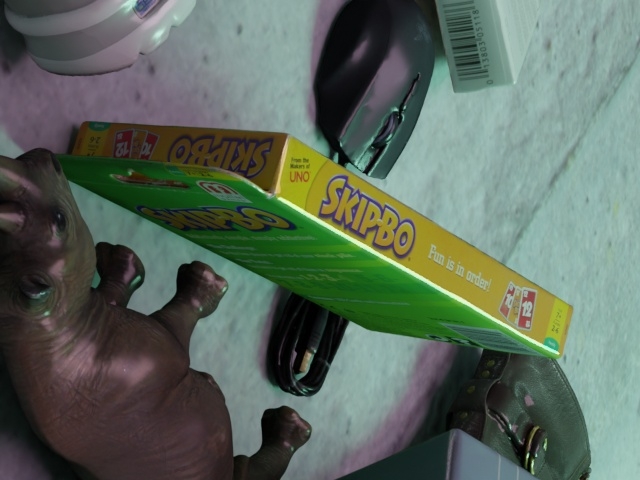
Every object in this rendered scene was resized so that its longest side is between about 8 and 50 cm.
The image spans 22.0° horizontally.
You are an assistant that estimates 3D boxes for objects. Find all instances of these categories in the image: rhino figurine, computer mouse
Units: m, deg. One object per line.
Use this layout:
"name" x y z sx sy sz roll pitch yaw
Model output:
"rhino figurine" -0.086 0.052 0.697 0.243 0.073 0.106 60 41 -39
"computer mouse" 0.021 -0.030 0.894 0.071 0.041 0.242 35 64 -55

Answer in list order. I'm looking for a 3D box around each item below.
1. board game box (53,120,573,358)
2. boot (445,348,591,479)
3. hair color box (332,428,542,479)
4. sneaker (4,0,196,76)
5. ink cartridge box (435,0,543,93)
"board game box" 0.000 0.000 0.756 0.259 0.124 0.039 25 76 -49
"boot" 0.117 0.200 1.016 0.229 0.091 0.263 -44 126 -47
"hair color box" 0.124 0.245 0.806 0.374 0.185 0.114 34 47 -28
"sneaker" -0.059 -0.206 0.691 0.115 0.105 0.281 55 48 -44
"ink cartridge box" 0.101 -0.193 1.031 0.179 0.045 0.145 -68 146 -60
